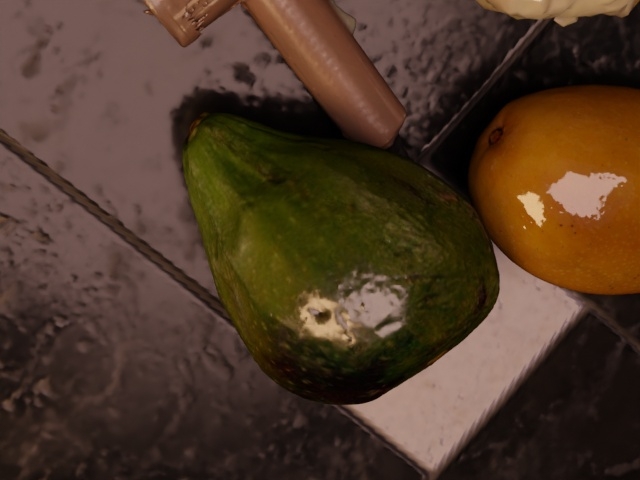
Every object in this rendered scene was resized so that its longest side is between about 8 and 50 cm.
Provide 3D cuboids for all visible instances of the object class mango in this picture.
[{"bbox_3d":[0.159,-0.020,0.706,0.184,0.085,0.102,12,105,-20],"label":"mango"}]

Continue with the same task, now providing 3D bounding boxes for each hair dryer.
[{"bbox_3d":[-0.005,-0.103,0.668,0.117,0.064,0.182,-38,117,1],"label":"hair dryer"}]

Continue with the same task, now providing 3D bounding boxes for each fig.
[{"bbox_3d":[0.000,0.000,0.675,0.123,0.123,0.156,-41,80,3],"label":"fig"}]

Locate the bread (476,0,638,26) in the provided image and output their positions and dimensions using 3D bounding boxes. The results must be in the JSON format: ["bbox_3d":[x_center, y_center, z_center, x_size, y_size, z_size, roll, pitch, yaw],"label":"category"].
[{"bbox_3d":[0.182,-0.266,0.528,0.361,0.250,0.394,-1,106,-22],"label":"bread"}]
